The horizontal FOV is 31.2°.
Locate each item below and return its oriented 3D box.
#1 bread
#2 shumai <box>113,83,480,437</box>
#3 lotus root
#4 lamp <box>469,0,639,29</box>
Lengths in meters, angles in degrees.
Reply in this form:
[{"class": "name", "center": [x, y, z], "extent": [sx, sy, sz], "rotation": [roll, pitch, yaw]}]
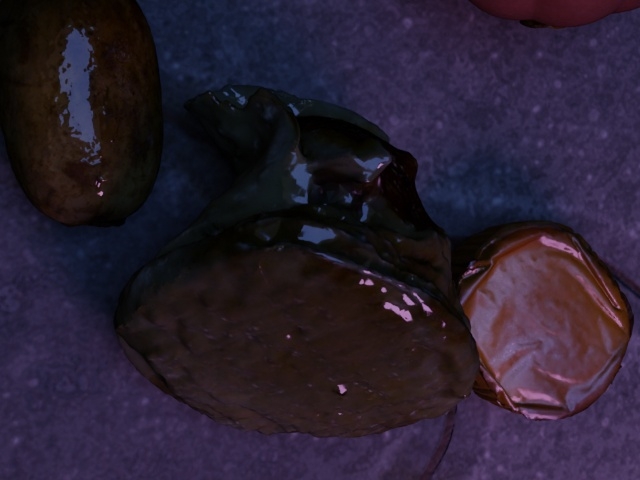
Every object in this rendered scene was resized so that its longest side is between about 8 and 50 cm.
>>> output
[{"class": "bread", "center": [0.206, 0.077, 1.151], "extent": [0.199, 0.104, 0.199], "rotation": [0, 88, -16]}, {"class": "shumai", "center": [0.000, 0.000, 1.047], "extent": [0.330, 0.292, 0.288], "rotation": [29, 39, -27]}, {"class": "lotus root", "center": [-0.208, -0.139, 0.990], "extent": [0.145, 0.128, 0.260], "rotation": [-7, 96, -34]}, {"class": "lamp", "center": [0.225, -0.324, 1.102], "extent": [0.305, 0.240, 0.305], "rotation": [0, 50, 1]}]
